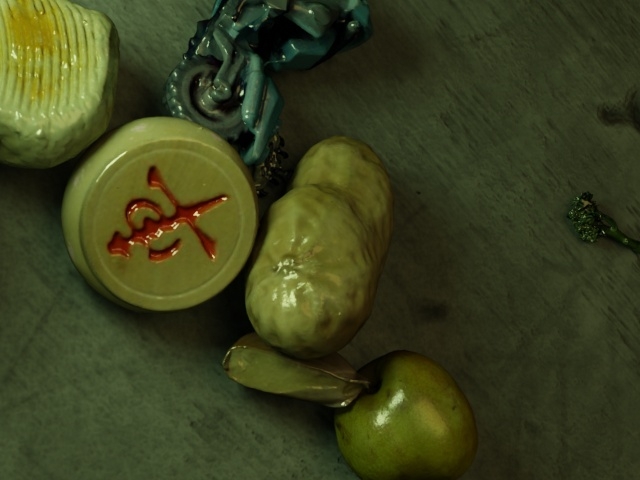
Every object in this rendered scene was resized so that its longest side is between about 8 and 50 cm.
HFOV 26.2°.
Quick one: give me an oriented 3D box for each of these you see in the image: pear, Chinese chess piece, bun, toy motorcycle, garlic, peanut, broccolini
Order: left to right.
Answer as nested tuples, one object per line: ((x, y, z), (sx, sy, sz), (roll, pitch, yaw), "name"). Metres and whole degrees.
((-0.350, -0.187, 1.687), (0.244, 0.153, 0.244), (5, 58, -8), "bun")
((-0.199, -0.030, 1.727), (0.251, 0.097, 0.251), (-5, 107, -18), "Chinese chess piece")
((-0.056, -0.270, 1.898), (0.232, 0.172, 0.416), (34, 54, -17), "toy motorcycle")
((-0.036, 0.173, 1.840), (0.195, 0.101, 0.087), (16, 100, -7), "garlic")
((0.000, 0.000, 1.845), (0.192, 0.169, 0.387), (58, 30, -28), "peanut")
((0.114, 0.251, 1.880), (0.200, 0.200, 0.200), (9, 74, -33), "pear")
((0.514, -0.001, 2.299), (0.254, 0.057, 0.071), (26, 108, -24), "broccolini")

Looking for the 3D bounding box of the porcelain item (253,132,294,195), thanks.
((-0.065, -0.103, 1.945), (0.075, 0.021, 0.136), (29, 64, -30), "porcelain item")
